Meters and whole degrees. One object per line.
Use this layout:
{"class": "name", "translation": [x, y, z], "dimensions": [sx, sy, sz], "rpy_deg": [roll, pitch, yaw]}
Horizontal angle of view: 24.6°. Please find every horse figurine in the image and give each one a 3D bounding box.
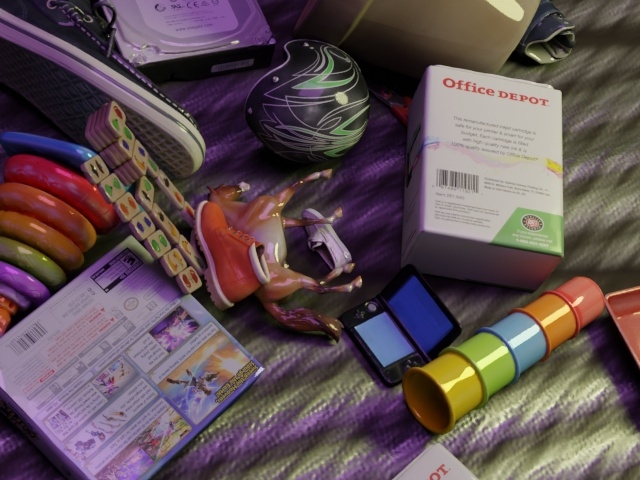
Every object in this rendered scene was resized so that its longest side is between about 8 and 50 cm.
{"class": "horse figurine", "translation": [-0.046, 0.015, 1.949], "dimensions": [0.174, 0.066, 0.263], "rpy_deg": [-13, 65, -4]}

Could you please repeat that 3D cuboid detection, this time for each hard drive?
{"class": "hard drive", "translation": [-0.234, -0.385, 2.193], "dimensions": [0.236, 0.064, 0.339], "rpy_deg": [-12, 59, -21]}

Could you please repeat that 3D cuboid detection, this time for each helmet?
{"class": "helmet", "translation": [-0.016, -0.186, 2.047], "dimensions": [0.169, 0.169, 0.161], "rpy_deg": [18, 39, -1]}

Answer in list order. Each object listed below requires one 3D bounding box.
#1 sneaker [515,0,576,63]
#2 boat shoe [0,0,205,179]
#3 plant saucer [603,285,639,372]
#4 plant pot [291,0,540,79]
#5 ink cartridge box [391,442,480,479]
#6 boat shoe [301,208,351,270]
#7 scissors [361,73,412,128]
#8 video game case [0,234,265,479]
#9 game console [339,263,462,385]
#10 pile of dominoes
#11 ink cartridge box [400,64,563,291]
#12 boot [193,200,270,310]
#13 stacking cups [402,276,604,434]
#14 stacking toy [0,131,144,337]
{"class": "sneaker", "translation": [0.364, -0.369, 2.303], "dimensions": [0.226, 0.086, 0.163], "rpy_deg": [-37, 60, -21]}
{"class": "boat shoe", "translation": [-0.345, -0.259, 2.007], "dimensions": [0.500, 0.187, 0.156], "rpy_deg": [34, 60, 17]}
{"class": "plant saucer", "translation": [0.542, 0.166, 2.007], "dimensions": [0.258, 0.048, 0.259], "rpy_deg": [-12, 59, -21]}
{"class": "plant pot", "translation": [0.156, -0.362, 2.142], "dimensions": [0.280, 0.323, 0.323], "rpy_deg": [32, 53, -7]}
{"class": "ink cartridge box", "translation": [0.159, 0.402, 1.706], "dimensions": [0.273, 0.114, 0.197], "rpy_deg": [43, 58, 16]}
{"class": "boat shoe", "translation": [0.000, 0.000, 2.000], "dimensions": [0.035, 0.035, 0.100], "rpy_deg": [-27, 72, -31]}
{"class": "scissors", "translation": [0.117, -0.209, 2.186], "dimensions": [0.109, 0.021, 0.297], "rpy_deg": [-32, 67, -27]}
{"class": "video game case", "translation": [-0.245, 0.162, 1.789], "dimensions": [0.244, 0.061, 0.269], "rpy_deg": [44, 57, 7]}
{"class": "game console", "translation": [0.104, 0.110, 1.924], "dimensions": [0.107, 0.071, 0.122], "rpy_deg": [-24, 64, -27]}
{"class": "pile of dominoes", "translation": [-0.205, -0.057, 1.847], "dimensions": [0.040, 0.251, 0.196], "rpy_deg": [-29, 28, 15]}
{"class": "ink cartridge box", "translation": [0.225, -0.088, 2.049], "dimensions": [0.201, 0.117, 0.278], "rpy_deg": [10, 59, -9]}
{"class": "boot", "translation": [-0.113, 0.006, 1.905], "dimensions": [0.084, 0.059, 0.158], "rpy_deg": [-27, 60, 16]}
{"class": "stacking cups", "translation": [0.254, 0.146, 1.931], "dimensions": [0.316, 0.096, 0.096], "rpy_deg": [-26, 65, -31]}
{"class": "stacking toy", "translation": [-0.369, 0.026, 1.836], "dimensions": [0.165, 0.175, 0.302], "rpy_deg": [11, 67, 32]}
